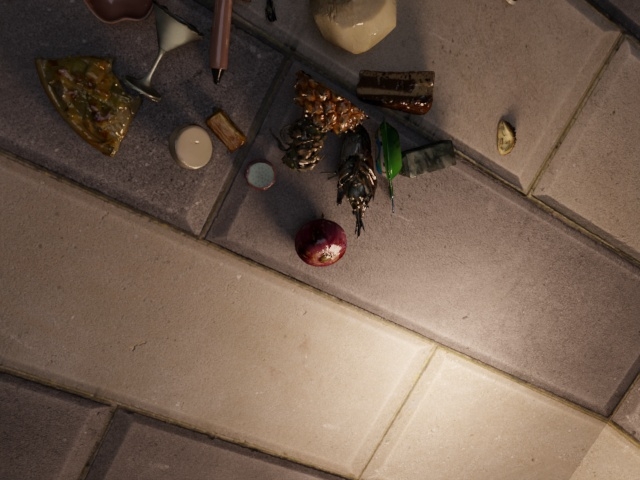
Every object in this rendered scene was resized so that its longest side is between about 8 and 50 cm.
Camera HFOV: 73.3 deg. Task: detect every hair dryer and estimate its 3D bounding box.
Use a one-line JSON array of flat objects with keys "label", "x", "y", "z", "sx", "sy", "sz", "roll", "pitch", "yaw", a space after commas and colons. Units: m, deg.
[{"label": "hair dryer", "x": -0.302, "y": -0.634, "z": 1.245, "sx": 0.190, "sy": 0.106, "sz": 0.343, "roll": 6, "pitch": 109, "yaw": -12}]

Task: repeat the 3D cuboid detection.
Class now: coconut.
[{"label": "coconut", "x": 0.101, "y": -0.673, "z": 1.239, "sx": 0.245, "sy": 0.247, "sz": 0.244, "roll": -4, "pitch": 80, "yaw": 21}]

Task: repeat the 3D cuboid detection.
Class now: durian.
[{"label": "durian", "x": 0.668, "y": -0.369, "z": 1.539, "sx": 0.066, "sy": 0.052, "sz": 0.130, "roll": 2, "pitch": 103, "yaw": 28}]

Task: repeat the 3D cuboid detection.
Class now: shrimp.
[{"label": "shrimp", "x": 0.097, "y": -0.195, "z": 1.419, "sx": 0.172, "sy": 0.137, "sz": 0.371, "roll": 6, "pitch": 90, "yaw": 25}]

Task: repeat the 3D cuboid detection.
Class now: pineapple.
[{"label": "pineapple", "x": -0.030, "y": -0.336, "z": 1.317, "sx": 0.263, "sy": 0.262, "sz": 0.271, "roll": 29, "pitch": 107, "yaw": -17}]

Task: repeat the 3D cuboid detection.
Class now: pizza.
[{"label": "pizza", "x": -0.650, "y": -0.411, "z": 1.233, "sx": 0.223, "sy": 0.089, "sz": 0.323, "roll": -32, "pitch": 108, "yaw": 1}]

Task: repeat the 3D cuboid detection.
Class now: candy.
[{"label": "candy", "x": -0.194, "y": -0.213, "z": 1.393, "sx": 0.103, "sy": 0.043, "sz": 0.103, "roll": -2, "pitch": 104, "yaw": -8}]

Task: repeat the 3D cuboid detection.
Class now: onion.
[{"label": "onion", "x": 0.001, "y": 0.008, "z": 1.437, "sx": 0.178, "sy": 0.153, "sz": 0.177, "roll": -11, "pitch": 118, "yaw": -22}]

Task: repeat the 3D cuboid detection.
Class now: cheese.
[{"label": "cheese", "x": 0.222, "y": -0.243, "z": 1.402, "sx": 0.083, "sy": 0.203, "sz": 0.320, "roll": -5, "pitch": 123, "yaw": 9}]

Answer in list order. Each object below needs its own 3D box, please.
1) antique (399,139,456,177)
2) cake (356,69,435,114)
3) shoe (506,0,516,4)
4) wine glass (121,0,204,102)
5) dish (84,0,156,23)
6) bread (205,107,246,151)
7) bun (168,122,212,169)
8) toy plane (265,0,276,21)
[{"label": "antique", "x": 0.354, "y": -0.277, "z": 1.465, "sx": 0.183, "sy": 0.088, "sz": 0.085, "roll": -17, "pitch": 105, "yaw": -7}, {"label": "cake", "x": 0.251, "y": -0.484, "z": 1.417, "sx": 0.246, "sy": 0.135, "sz": 0.112, "roll": 7, "pitch": 91, "yaw": 16}, {"label": "shoe", "x": 0.654, "y": -0.844, "z": 1.392, "sx": 0.064, "sy": 0.071, "sz": 0.142, "roll": 27, "pitch": 93, "yaw": -17}, {"label": "wine glass", "x": -0.449, "y": -0.519, "z": 1.202, "sx": 0.156, "sy": 0.156, "sz": 0.232, "roll": 32, "pitch": 107, "yaw": -17}, {"label": "dish", "x": -0.546, "y": -0.698, "z": 1.178, "sx": 0.214, "sy": 0.090, "sz": 0.213, "roll": -3, "pitch": 107, "yaw": -11}, {"label": "bread", "x": -0.294, "y": -0.342, "z": 1.337, "sx": 0.074, "sy": 0.053, "sz": 0.132, "roll": -42, "pitch": 108, "yaw": 5}, {"label": "bun", "x": -0.406, "y": -0.287, "z": 1.311, "sx": 0.138, "sy": 0.094, "sz": 0.138, "roll": -14, "pitch": 109, "yaw": -45}, {"label": "toy plane", "x": -0.149, "y": -0.700, "z": 1.279, "sx": 0.031, "sy": 0.049, "sz": 0.120, "roll": -8, "pitch": 88, "yaw": -10}]
